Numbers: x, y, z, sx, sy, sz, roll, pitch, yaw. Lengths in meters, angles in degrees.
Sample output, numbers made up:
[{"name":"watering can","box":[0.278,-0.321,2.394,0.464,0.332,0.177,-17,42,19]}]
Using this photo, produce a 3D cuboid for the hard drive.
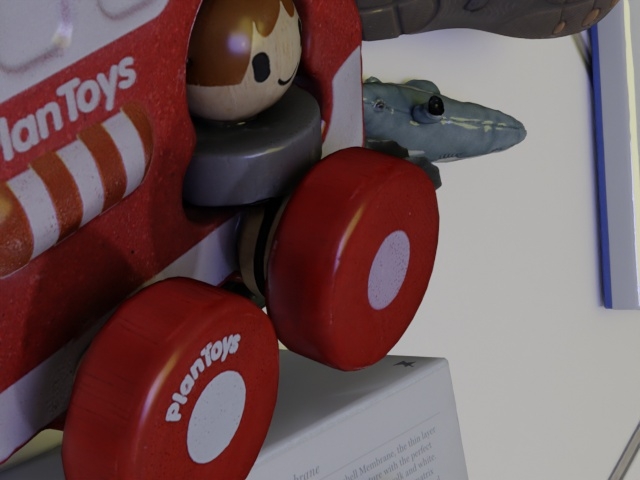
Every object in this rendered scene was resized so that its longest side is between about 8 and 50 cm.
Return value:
[{"name":"hard drive","box":[0.287,-0.115,1.088,0.210,0.040,0.319,-6,93,-46]}]

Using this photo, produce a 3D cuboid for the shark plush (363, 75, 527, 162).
[{"name":"shark plush","box":[0.053,-0.084,0.826,0.161,0.067,0.073,29,69,-42]}]

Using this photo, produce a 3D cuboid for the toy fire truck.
[{"name":"toy fire truck","box":[-0.073,-0.048,0.563,0.302,0.169,0.254,-40,139,-43]}]

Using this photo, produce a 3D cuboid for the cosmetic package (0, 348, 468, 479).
[{"name":"cosmetic package","box":[-0.034,0.193,0.680,0.224,0.138,0.225,-20,105,-44]}]

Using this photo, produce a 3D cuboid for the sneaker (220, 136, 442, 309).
[{"name":"sneaker","box":[-0.002,-0.001,0.773,0.170,0.051,0.089,-50,147,-13]}]

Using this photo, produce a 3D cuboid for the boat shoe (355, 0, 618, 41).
[{"name":"boat shoe","box":[0.049,-0.194,0.808,0.324,0.123,0.116,1,55,-38]}]
